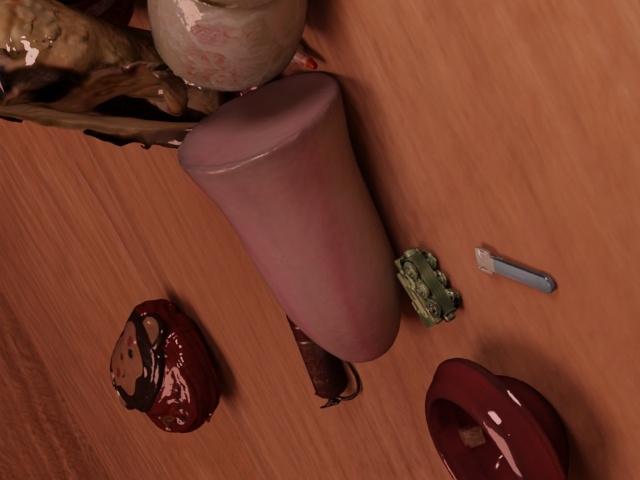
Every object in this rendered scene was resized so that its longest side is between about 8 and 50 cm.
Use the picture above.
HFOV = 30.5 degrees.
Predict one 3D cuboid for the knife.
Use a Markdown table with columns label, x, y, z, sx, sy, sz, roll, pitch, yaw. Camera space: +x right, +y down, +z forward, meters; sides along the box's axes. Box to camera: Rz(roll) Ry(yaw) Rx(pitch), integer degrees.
| label | x | y | z | sx | sy | sz | roll | pitch | yaw |
| --- | --- | --- | --- | --- | --- | --- | --- | --- | --- |
| knife | 0.174 | 0.027 | 1.051 | 0.096 | 0.010 | 0.027 | 24 | 139 | 48 |

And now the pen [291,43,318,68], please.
| label | x | y | z | sx | sy | sz | roll | pitch | yaw |
| --- | --- | --- | --- | --- | --- | --- | --- | --- | --- |
| pen | -0.073 | -0.222 | 1.203 | 0.218 | 0.026 | 0.026 | 38 | 149 | 37 |

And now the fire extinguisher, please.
| label | x | y | z | sx | sy | sz | roll | pitch | yaw |
| --- | --- | --- | --- | --- | --- | --- | --- | --- | --- |
| fire extinguisher | 0.007 | 0.152 | 1.485 | 0.078 | 0.045 | 0.157 | 1 | 121 | 37 |

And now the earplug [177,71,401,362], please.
| label | x | y | z | sx | sy | sz | roll | pitch | yaw |
| --- | --- | --- | --- | --- | --- | --- | --- | --- | --- |
| earplug | 0.000 | 0.000 | 1.195 | 0.172 | 0.172 | 0.301 | 20 | 143 | 54 |

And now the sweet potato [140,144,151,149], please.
| label | x | y | z | sx | sy | sz | roll | pitch | yaw |
| --- | --- | --- | --- | --- | --- | --- | --- | --- | --- |
| sweet potato | -0.263 | -0.232 | 1.500 | 0.269 | 0.074 | 0.075 | 68 | 157 | 8 |

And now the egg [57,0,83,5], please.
| label | x | y | z | sx | sy | sz | roll | pitch | yaw |
| --- | --- | --- | --- | --- | --- | --- | --- | --- | --- |
| egg | -0.283 | -0.351 | 1.194 | 0.289 | 0.238 | 0.238 | 25 | 143 | 27 |

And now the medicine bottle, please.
| label | x | y | z | sx | sy | sz | roll | pitch | yaw |
| --- | --- | --- | --- | --- | --- | --- | --- | --- | --- |
| medicine bottle | -0.082 | -0.231 | 1.061 | 0.147 | 0.147 | 0.143 | 47 | 151 | 23 |

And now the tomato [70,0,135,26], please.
| label | x | y | z | sx | sy | sz | roll | pitch | yaw |
| --- | --- | --- | --- | --- | --- | --- | --- | --- | --- |
| tomato | -0.303 | -0.313 | 1.398 | 0.214 | 0.180 | 0.155 | 60 | 175 | 15 |

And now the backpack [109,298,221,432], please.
| label | x | y | z | sx | sy | sz | roll | pitch | yaw |
| --- | --- | --- | --- | --- | --- | --- | --- | --- | --- |
| backpack | -0.247 | 0.215 | 1.939 | 0.229 | 0.139 | 0.229 | 22 | 121 | 43 |

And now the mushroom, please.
| label | x | y | z | sx | sy | sz | roll | pitch | yaw |
| --- | --- | --- | --- | --- | --- | --- | --- | --- | --- |
| mushroom | -0.227 | -0.173 | 1.183 | 0.247 | 0.344 | 0.130 | -3 | 86 | 36 |

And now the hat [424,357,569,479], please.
| label | x | y | z | sx | sy | sz | roll | pitch | yaw |
| --- | --- | --- | --- | --- | --- | --- | --- | --- | --- |
| hat | 0.183 | 0.194 | 1.139 | 0.205 | 0.089 | 0.205 | 49 | 157 | 29 |

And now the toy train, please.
| label | x | y | z | sx | sy | sz | roll | pitch | yaw |
| --- | --- | --- | --- | --- | --- | --- | --- | --- | --- |
| toy train | 0.105 | 0.046 | 1.176 | 0.083 | 0.033 | 0.053 | 58 | 160 | 1 |

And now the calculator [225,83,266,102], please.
| label | x | y | z | sx | sy | sz | roll | pitch | yaw |
| --- | --- | --- | --- | --- | --- | --- | --- | --- | --- |
| calculator | -0.090 | -0.156 | 1.309 | 0.127 | 0.034 | 0.190 | 56 | 162 | 1 |
